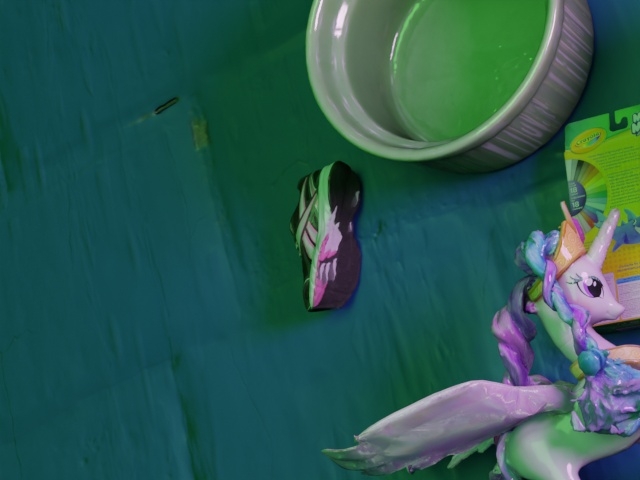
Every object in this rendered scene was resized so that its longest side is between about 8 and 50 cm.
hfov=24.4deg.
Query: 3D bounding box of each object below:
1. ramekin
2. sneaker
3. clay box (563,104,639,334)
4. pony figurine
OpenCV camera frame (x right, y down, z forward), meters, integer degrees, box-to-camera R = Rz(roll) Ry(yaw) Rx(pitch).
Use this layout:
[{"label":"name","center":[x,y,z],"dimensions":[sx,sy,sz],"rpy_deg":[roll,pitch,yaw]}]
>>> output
[{"label":"ramekin","center":[0.148,-0.218,1.615],"dimensions":[0.303,0.148,0.303],"rpy_deg":[-8,75,32]},{"label":"sneaker","center":[0.000,0.000,1.722],"dimensions":[0.077,0.072,0.178],"rpy_deg":[-9,65,44]},{"label":"clay box","center":[0.323,-0.024,1.511],"dimensions":[0.127,0.053,0.222],"rpy_deg":[-13,71,31]},{"label":"pony figurine","center":[0.225,0.189,1.421],"dimensions":[0.351,0.303,0.363],"rpy_deg":[-37,76,14]}]
